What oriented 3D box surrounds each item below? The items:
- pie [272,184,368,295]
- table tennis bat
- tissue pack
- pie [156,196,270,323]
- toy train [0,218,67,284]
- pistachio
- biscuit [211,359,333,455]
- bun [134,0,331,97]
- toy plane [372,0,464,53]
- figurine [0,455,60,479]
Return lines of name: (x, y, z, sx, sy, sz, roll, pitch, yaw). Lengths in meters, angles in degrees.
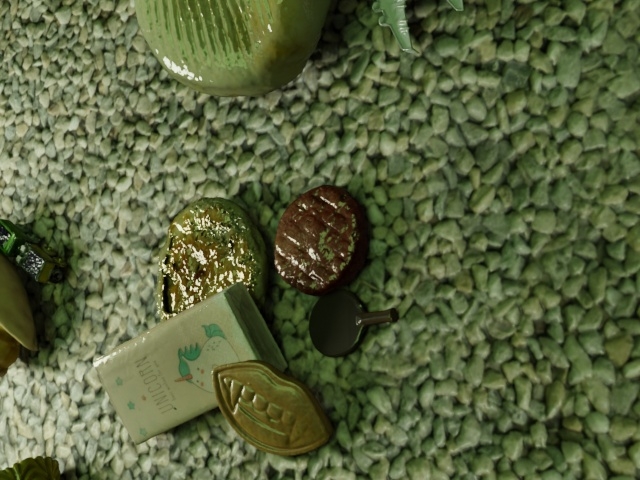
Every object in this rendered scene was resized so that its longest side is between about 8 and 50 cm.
pie: (0.000, 0.000, 1.868, 0.182, 0.049, 0.182, -10, 73, 35)
table tennis bat: (0.017, 0.119, 1.785, 0.170, 0.119, 0.107, -12, 73, 37)
tissue pack: (-0.224, 0.210, 1.953, 0.325, 0.071, 0.170, -29, 92, 31)
pie: (-0.192, 0.061, 2.001, 0.274, 0.055, 0.274, -4, 83, 39)
toy train: (-0.578, 0.021, 2.292, 0.202, 0.081, 0.060, 35, 102, 37)
pistachio: (-0.666, 0.127, 2.288, 0.187, 0.187, 0.299, -44, 69, 22)
biscuit: (-0.082, 0.267, 1.841, 0.220, 0.029, 0.142, 31, 116, 15)
bun: (-0.131, -0.418, 1.953, 0.365, 0.219, 0.365, 4, 98, 32)
toy plane: (0.131, -0.416, 1.823, 0.255, 0.101, 0.251, 8, 73, 39)
figurine: (-0.468, 0.552, 2.048, 0.315, 0.187, 0.168, 45, 118, 28)
